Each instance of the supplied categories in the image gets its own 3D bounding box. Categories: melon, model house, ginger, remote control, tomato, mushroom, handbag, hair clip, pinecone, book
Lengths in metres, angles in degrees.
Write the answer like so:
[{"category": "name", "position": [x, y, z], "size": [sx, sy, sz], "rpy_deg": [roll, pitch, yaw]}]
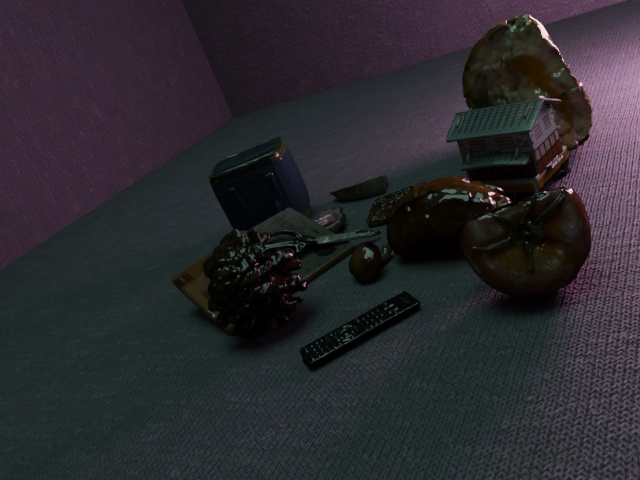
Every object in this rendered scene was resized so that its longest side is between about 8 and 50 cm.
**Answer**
[{"category": "melon", "position": [0.110, -0.155, 1.883], "size": [0.182, 0.054, 0.098], "rpy_deg": [-16, 16, 15]}, {"category": "model house", "position": [0.442, -0.215, 1.468], "size": [0.224, 0.215, 0.198], "rpy_deg": [2, 30, 47]}, {"category": "ginger", "position": [0.278, -0.054, 1.319], "size": [0.321, 0.172, 0.165], "rpy_deg": [-4, -10, 42]}, {"category": "remote control", "position": [0.075, 0.167, 1.181], "size": [0.245, 0.025, 0.063], "rpy_deg": [-27, 23, -12]}, {"category": "tomato", "position": [0.358, 0.017, 1.067], "size": [0.214, 0.155, 0.181], "rpy_deg": [-23, -15, 12]}, {"category": "mushroom", "position": [0.110, 0.036, 1.398], "size": [0.129, 0.073, 0.088], "rpy_deg": [-41, -3, -44]}, {"category": "handbag", "position": [-0.180, -0.151, 1.896], "size": [0.263, 0.241, 0.222], "rpy_deg": [-18, 23, 10]}, {"category": "hair clip", "position": [-0.076, -0.022, 1.717], "size": [0.301, 0.069, 0.173], "rpy_deg": [-12, 25, -4]}, {"category": "pinecone", "position": [-0.137, 0.093, 1.322], "size": [0.201, 0.228, 0.202], "rpy_deg": [15, -3, -26]}, {"category": "book", "position": [-0.141, 0.059, 1.544], "size": [0.389, 0.032, 0.269], "rpy_deg": [-34, 44, -27]}]

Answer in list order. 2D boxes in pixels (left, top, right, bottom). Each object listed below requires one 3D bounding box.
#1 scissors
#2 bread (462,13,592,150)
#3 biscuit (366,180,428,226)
[{"category": "scissors", "position": [0.000, 0.000, 1.546], "size": [0.300, 0.022, 0.109], "rpy_deg": [-8, 43, 1]}, {"category": "bread", "position": [0.531, -0.397, 1.681], "size": [0.250, 0.361, 0.394], "rpy_deg": [-34, 6, 19]}, {"category": "biscuit", "position": [0.233, -0.106, 1.629], "size": [0.237, 0.026, 0.131], "rpy_deg": [-18, 29, 30]}]
